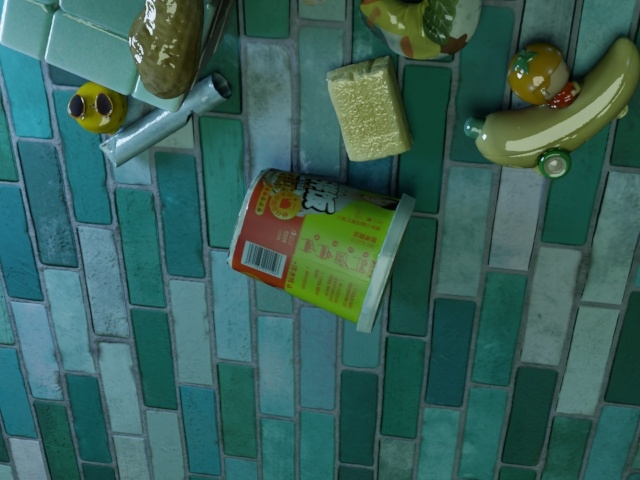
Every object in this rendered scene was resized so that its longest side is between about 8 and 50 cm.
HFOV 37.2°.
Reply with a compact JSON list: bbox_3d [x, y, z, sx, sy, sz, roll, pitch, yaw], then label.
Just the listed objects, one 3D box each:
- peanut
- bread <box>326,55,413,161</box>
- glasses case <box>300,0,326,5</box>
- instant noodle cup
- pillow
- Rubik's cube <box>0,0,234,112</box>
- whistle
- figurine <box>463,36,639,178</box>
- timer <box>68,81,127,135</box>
[{"bbox_3d":[-0.224,-0.310,1.386,0.108,0.095,0.226,12,127,-3],"label":"peanut"},{"bbox_3d":[0.092,-0.243,1.785,0.125,0.068,0.188,-9,124,16],"label":"bread"},{"bbox_3d":[-0.029,-0.487,1.649,0.063,0.041,0.164,-11,123,18],"label":"glasses case"},{"bbox_3d":[0.000,0.000,1.862,0.308,0.294,0.294,19,127,5],"label":"instant noodle cup"},{"bbox_3d":[0.176,-0.424,1.639,0.214,0.086,0.233,21,130,9],"label":"pillow"},{"bbox_3d":[-0.298,-0.455,1.553,0.322,0.318,0.316,21,126,-4],"label":"Rubik's cube"},{"bbox_3d":[-0.310,-0.234,1.873,0.312,0.062,0.062,-26,117,26],"label":"whistle"},{"bbox_3d":[0.414,-0.254,1.690,0.222,0.124,0.324,42,119,-15],"label":"figurine"},{"bbox_3d":[-0.430,-0.261,1.872,0.107,0.109,0.107,1,95,12],"label":"timer"}]
